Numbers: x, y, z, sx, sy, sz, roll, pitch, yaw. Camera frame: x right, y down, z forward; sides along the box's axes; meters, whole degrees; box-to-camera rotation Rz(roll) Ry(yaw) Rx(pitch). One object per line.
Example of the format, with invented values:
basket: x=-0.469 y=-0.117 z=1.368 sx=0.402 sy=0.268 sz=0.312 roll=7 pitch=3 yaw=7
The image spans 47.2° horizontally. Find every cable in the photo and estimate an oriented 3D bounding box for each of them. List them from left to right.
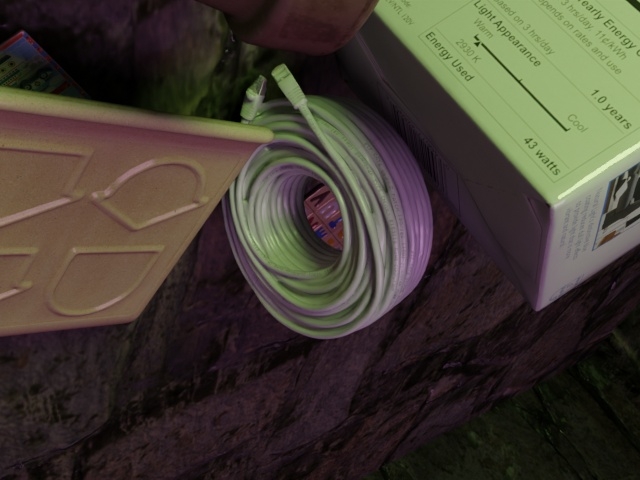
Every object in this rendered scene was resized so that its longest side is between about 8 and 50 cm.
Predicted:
cable: x=-0.002 y=-0.027 z=0.782 sx=0.089 sy=0.257 sz=0.257 roll=-24 pitch=156 yaw=-44

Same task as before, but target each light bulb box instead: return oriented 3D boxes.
light bulb box: x=0.239 y=-0.199 z=0.671 sx=0.361 sy=0.358 sz=0.225 roll=-32 pitch=153 yaw=-3

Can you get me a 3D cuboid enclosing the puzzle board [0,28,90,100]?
puzzle board: x=-0.273 y=-0.110 z=0.622 sx=0.128 sy=0.011 sz=0.096 roll=-36 pitch=151 yaw=0

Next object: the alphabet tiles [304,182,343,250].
alphabet tiles: x=0.000 y=0.000 z=1.073 sx=0.198 sy=0.009 sz=0.237 roll=-37 pitch=151 yaw=3

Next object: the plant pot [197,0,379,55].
plant pot: x=-0.089 y=-0.245 z=0.409 sx=0.229 sy=0.263 sz=0.263 roll=0 pitch=138 yaw=-21

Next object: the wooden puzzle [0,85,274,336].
wooden puzzle: x=-0.256 y=-0.021 z=0.696 sx=0.322 sy=0.080 sz=0.348 roll=0 pitch=142 yaw=-49
